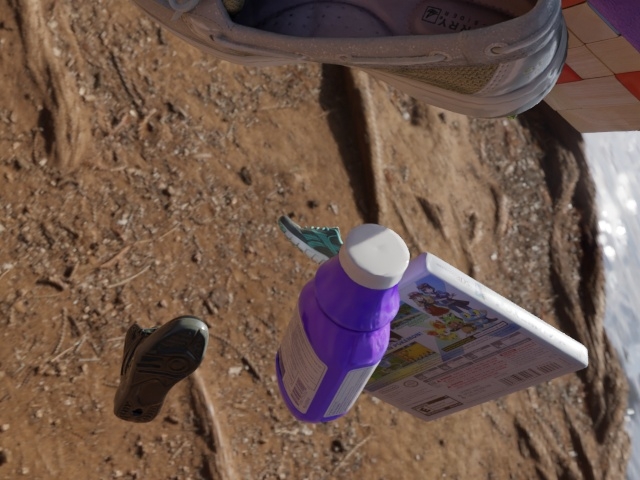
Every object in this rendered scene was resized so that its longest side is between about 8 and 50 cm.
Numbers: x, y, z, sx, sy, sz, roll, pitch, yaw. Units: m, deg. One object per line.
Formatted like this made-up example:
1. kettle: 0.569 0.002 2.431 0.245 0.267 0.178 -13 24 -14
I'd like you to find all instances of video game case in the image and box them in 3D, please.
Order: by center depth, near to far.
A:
1. video game case: 0.154 0.158 1.012 0.299 0.329 0.036 30 50 -22

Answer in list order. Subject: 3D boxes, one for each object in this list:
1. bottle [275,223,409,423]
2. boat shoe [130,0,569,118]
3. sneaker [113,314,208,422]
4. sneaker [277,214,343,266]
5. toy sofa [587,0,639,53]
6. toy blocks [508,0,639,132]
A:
1. bottle: 0.021 0.095 0.772 0.092 0.283 0.118 -6 53 -22
2. boat shoe: -0.006 -0.164 0.436 0.118 0.320 0.103 -66 160 1
3. sneaker: -0.223 0.145 0.968 0.087 0.228 0.130 15 45 -24
4. sneaker: 0.000 0.000 1.248 0.166 0.065 0.076 37 84 -2
5. toy sofa: 0.298 -0.119 0.446 0.177 0.150 0.363 -25 69 -33
6. toy blocks: 0.283 -0.235 0.710 0.381 0.261 0.191 35 85 -20
